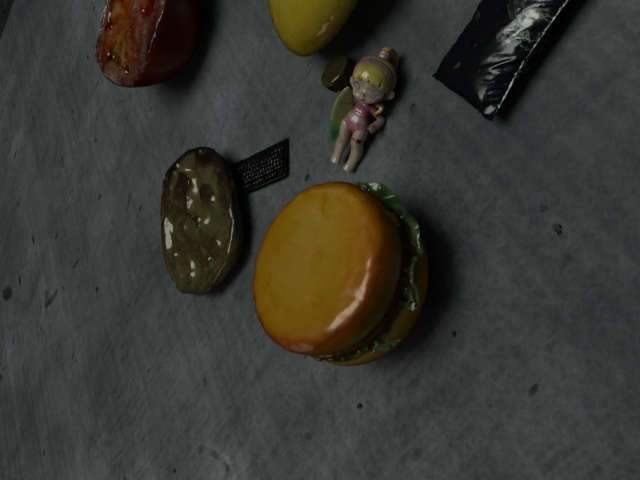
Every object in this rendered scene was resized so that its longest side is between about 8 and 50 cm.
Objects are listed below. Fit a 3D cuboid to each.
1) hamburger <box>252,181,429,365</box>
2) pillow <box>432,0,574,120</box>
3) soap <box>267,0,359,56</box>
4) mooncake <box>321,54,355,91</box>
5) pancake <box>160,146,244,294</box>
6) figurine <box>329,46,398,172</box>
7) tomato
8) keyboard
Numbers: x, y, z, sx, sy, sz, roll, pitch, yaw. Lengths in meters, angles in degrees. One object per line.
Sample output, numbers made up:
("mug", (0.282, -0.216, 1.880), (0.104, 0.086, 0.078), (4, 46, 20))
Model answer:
("hamburger", (0.040, 0.048, 0.872), (0.246, 0.170, 0.246), (-18, 60, 36))
("pillow", (0.227, -0.259, 0.807), (0.208, 0.055, 0.141), (-59, 36, 22))
("soap", (-0.006, -0.496, 1.076), (0.306, 0.115, 0.428), (-43, 47, 42))
("mooncake", (-0.019, -0.118, 1.065), (0.347, 0.057, 0.150), (-64, 29, 22))
("pancake", (-0.235, -0.035, 1.298), (0.294, 0.049, 0.295), (-2, 87, 49))
("figurine", (0.062, -0.193, 0.987), (0.083, 0.083, 0.188), (49, 131, 43))
("tomato", (-0.362, -0.482, 1.482), (0.338, 0.143, 0.339), (-6, 82, 48))
("keyboard", (-0.123, -0.127, 1.223), (0.196, 0.015, 0.074), (-15, 70, 47))
